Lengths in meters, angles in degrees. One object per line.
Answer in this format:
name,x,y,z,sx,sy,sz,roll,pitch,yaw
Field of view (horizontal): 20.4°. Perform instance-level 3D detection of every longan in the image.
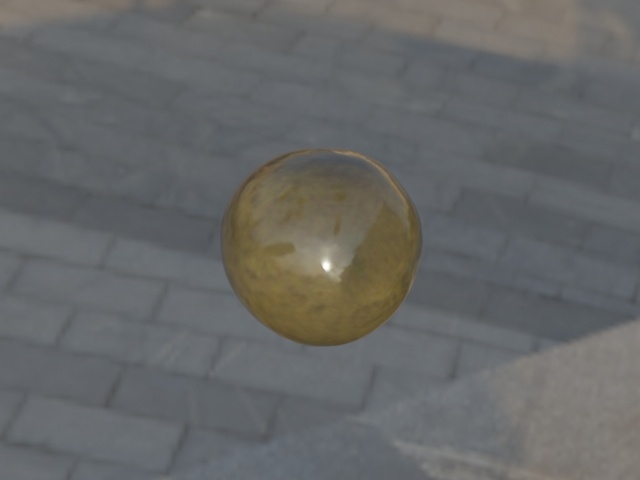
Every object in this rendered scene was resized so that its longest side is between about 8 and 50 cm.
longan,0.000,0.000,1.464,0.167,0.167,0.187,3,16,-10
